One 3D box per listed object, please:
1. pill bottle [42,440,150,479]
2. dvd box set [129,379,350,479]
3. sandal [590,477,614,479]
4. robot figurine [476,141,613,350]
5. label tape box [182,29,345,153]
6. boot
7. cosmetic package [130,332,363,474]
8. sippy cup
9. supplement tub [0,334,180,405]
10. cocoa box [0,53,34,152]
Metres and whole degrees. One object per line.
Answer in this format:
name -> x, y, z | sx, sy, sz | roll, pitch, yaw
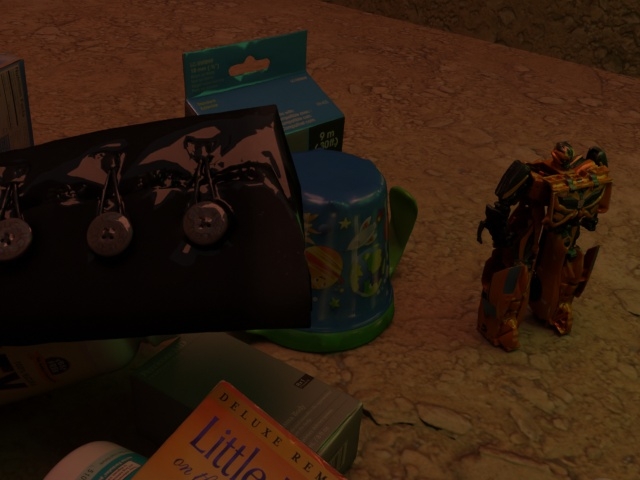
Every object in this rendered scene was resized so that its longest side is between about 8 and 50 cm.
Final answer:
pill bottle -> -0.120, 0.287, 0.626 | 0.264, 0.146, 0.146 | 17, 34, 20
dvd box set -> -0.097, 0.333, 0.457 | 0.307, 0.062, 0.420 | 31, 66, 29
sandal -> 0.325, 0.333, 0.671 | 0.076, 0.102, 0.265 | -13, 28, -25
robot figurine -> 0.311, 0.006, 0.997 | 0.211, 0.291, 0.085 | -12, 36, -24
label tape box -> -0.084, -0.132, 1.122 | 0.240, 0.334, 0.106 | -24, 42, -38
boot -> -0.222, 0.078, 0.641 | 0.444, 0.367, 0.146 | -6, -11, -10
cosmetic package -> -0.085, 0.198, 0.814 | 0.238, 0.107, 0.127 | 23, 37, 24
sippy cup -> 0.000, 0.000, 1.029 | 0.240, 0.224, 0.305 | 11, 33, 11
supplement tub -> -0.343, 0.061, 0.820 | 0.324, 0.235, 0.235 | -16, 35, -7
cocoa box -> -0.710, -0.204, 1.249 | 0.347, 0.232, 0.228 | 12, 32, 10
